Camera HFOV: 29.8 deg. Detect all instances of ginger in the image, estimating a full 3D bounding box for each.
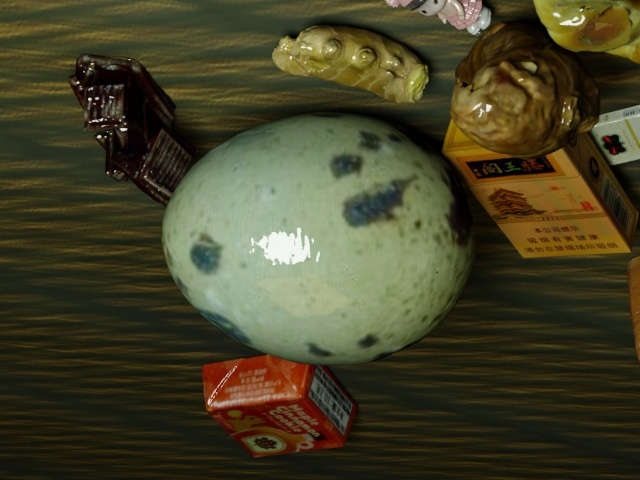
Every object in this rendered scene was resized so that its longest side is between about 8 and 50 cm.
[{"bbox_3d":[0.039,-0.234,1.525,0.205,0.081,0.115,8,150,1],"label":"ginger"},{"bbox_3d":[0.241,-0.178,1.421,0.172,0.321,0.165,-5,98,8],"label":"ginger"}]

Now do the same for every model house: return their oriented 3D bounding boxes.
[{"bbox_3d":[-0.267,-0.144,1.639,0.141,0.164,0.203,-20,135,25],"label":"model house"}]

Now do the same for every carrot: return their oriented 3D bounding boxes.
[{"bbox_3d":[0.502,0.126,1.841,0.061,0.210,0.061,5,149,3],"label":"carrot"}]

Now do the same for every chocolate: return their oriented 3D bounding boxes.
[{"bbox_3d":[-0.079,0.314,2.292,0.235,0.108,0.237,-11,140,21],"label":"chocolate"}]

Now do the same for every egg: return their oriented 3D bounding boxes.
[{"bbox_3d":[0.000,0.000,1.617,0.428,0.345,0.345,-4,149,-21],"label":"egg"}]

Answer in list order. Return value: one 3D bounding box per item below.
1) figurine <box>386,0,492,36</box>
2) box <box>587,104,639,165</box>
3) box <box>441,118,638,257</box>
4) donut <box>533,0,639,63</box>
[{"bbox_3d":[0.145,-0.292,1.459,0.129,0.054,0.072,18,158,-27],"label":"figurine"},{"bbox_3d":[0.407,-0.141,1.640,0.167,0.024,0.090,-13,140,28],"label":"box"},{"bbox_3d":[0.309,-0.079,1.674,0.174,0.076,0.274,-5,145,36],"label":"box"},{"bbox_3d":[0.378,-0.325,1.270,0.360,0.170,0.360,3,143,2],"label":"donut"}]
